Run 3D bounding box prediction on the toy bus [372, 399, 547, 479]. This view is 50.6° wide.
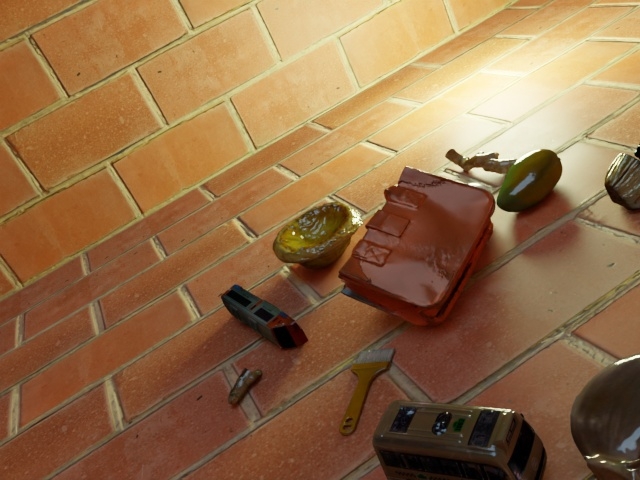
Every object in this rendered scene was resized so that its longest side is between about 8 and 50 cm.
[{"bbox_3d":[0.249,0.380,1.235,0.289,0.157,0.139,-4,34,39],"label":"toy bus"}]

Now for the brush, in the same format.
[{"bbox_3d":[0.098,0.352,1.599,0.103,0.013,0.272,-11,30,30],"label":"brush"}]

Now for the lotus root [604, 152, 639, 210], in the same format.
[{"bbox_3d":[0.819,-0.146,1.778,0.135,0.095,0.159,-40,66,-5],"label":"lotus root"}]

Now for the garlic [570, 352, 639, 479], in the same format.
[{"bbox_3d":[0.557,0.304,1.118,0.325,0.132,0.279,-42,30,-24],"label":"garlic"}]

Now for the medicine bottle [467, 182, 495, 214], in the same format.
[{"bbox_3d":[0.363,-0.044,1.956,0.341,0.130,0.130,-36,27,-16],"label":"medicine bottle"}]

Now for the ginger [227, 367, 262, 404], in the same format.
[{"bbox_3d":[-0.207,0.381,1.799,0.057,0.044,0.137,14,46,29],"label":"ginger"}]

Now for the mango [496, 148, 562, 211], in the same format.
[{"bbox_3d":[0.612,-0.177,1.988,0.156,0.114,0.251,12,44,43],"label":"mango"}]

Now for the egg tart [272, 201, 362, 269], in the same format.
[{"bbox_3d":[0.000,0.000,2.223,0.319,0.128,0.319,-20,28,11],"label":"egg tart"}]

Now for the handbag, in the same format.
[{"bbox_3d":[0.260,0.011,1.785,0.303,0.116,0.410,21,59,24],"label":"handbag"}]

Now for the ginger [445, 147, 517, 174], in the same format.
[{"bbox_3d":[0.541,-0.268,2.278,0.288,0.075,0.089,21,75,51],"label":"ginger"}]

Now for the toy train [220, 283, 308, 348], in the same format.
[{"bbox_3d":[-0.175,0.229,2.003,0.089,0.086,0.409,-37,28,-19],"label":"toy train"}]

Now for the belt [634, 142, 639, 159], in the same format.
[{"bbox_3d":[0.920,-0.232,1.756,0.198,0.078,0.151,0,32,-25],"label":"belt"}]
